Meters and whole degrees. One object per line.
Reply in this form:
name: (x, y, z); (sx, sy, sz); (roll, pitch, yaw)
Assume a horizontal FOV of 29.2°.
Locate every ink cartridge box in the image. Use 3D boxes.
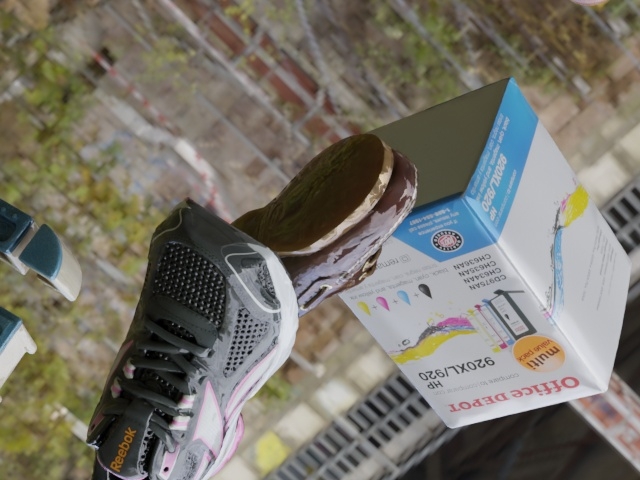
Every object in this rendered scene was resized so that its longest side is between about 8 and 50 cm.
ink cartridge box: (0.137, 0.017, 1.073); (0.171, 0.233, 0.168); (-19, -149, 37)

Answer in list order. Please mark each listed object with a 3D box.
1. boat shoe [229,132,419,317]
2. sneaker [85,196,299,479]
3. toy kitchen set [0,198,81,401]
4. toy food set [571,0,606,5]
boat shoe: (0.000, 0.000, 0.759); (0.207, 0.073, 0.073); (-30, -141, 51)
sneaker: (-0.062, 0.067, 0.529); (0.077, 0.072, 0.178); (-48, 158, -45)
toy kitchen set: (-0.348, 0.023, 1.120); (0.166, 0.207, 0.122); (-57, 160, -15)
toy food set: (0.295, -0.279, 1.287); (0.217, 0.071, 0.128); (-8, 180, -24)
